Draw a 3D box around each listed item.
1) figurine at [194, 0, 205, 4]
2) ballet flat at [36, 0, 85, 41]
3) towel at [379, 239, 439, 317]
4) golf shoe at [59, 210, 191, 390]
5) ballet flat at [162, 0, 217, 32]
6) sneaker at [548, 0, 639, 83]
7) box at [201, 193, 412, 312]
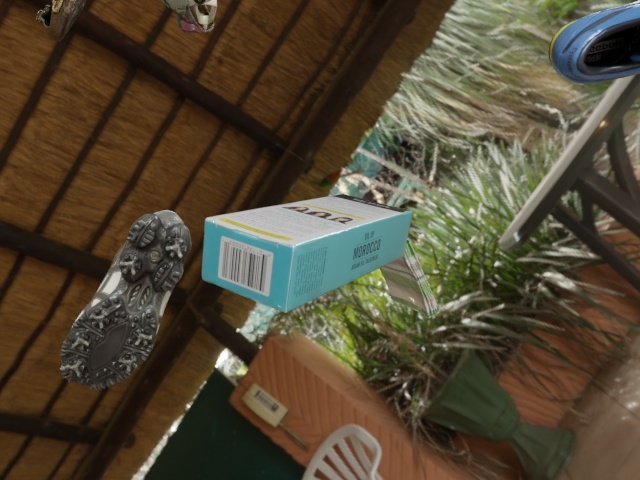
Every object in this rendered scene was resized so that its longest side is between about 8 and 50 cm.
[{"bbox_3d":[-0.096,-0.402,0.604,0.215,0.092,0.209,-34,-8,-2],"label":"figurine"},{"bbox_3d":[-0.478,-0.414,0.909,0.058,0.250,0.084,35,-97,-34],"label":"ballet flat"},{"bbox_3d":[0.125,0.052,0.807,0.023,0.113,0.152,-39,-62,-21],"label":"towel"},{"bbox_3d":[-0.189,0.058,0.506,0.198,0.077,0.094,-56,19,7],"label":"golf shoe"},{"bbox_3d":[-0.208,-0.392,0.804,0.221,0.079,0.077,-148,62,-85],"label":"ballet flat"},{"bbox_3d":[0.318,-0.187,0.441,0.082,0.209,0.069,-77,-31,-61],"label":"sneaker"},{"bbox_3d":[0.000,0.000,0.517,0.244,0.100,0.060,-16,-62,-56],"label":"box"}]
